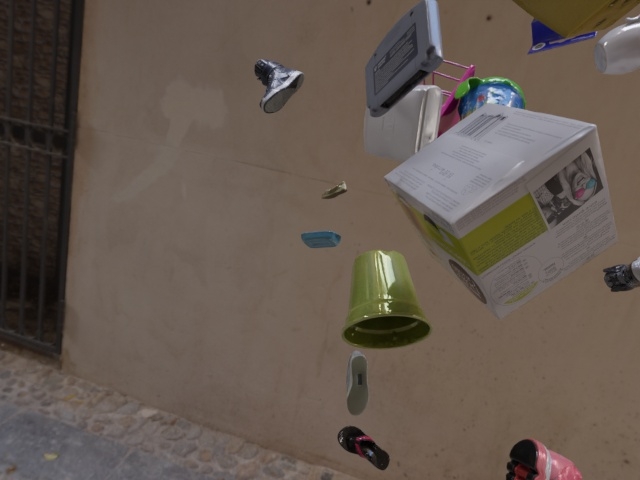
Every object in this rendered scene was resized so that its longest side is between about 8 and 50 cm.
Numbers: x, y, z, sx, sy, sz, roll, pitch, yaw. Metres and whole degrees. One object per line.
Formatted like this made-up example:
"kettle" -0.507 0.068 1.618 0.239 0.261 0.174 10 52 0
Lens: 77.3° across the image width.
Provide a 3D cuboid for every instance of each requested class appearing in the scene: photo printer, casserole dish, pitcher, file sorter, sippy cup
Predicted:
"photo printer" 0.270 -0.411 1.411 0.107 0.256 0.307 -8 23 -33
"casserole dish" 0.000 0.000 1.759 0.188 0.037 0.114 -3 -26 27
"pitcher" 0.854 -0.550 1.060 0.207 0.177 0.125 -17 27 18
"file sorter" 0.462 -0.548 1.617 0.182 0.290 0.202 30 -13 25
"sippy cup" 0.615 -0.435 1.469 0.306 0.240 0.224 19 56 6

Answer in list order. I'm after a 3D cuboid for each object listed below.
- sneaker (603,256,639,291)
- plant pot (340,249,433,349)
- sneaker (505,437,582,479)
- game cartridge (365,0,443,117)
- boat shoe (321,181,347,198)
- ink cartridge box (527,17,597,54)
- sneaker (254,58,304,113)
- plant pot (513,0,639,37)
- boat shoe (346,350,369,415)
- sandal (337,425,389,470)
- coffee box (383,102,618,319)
"sneaker" 0.998 0.117 1.291 0.269 0.101 0.153 5 -22 -41
"plant pot" 0.197 0.178 1.276 0.276 0.276 0.253 9 55 -14
"sneaker" 0.431 0.568 0.780 0.136 0.313 0.116 21 -12 -1
"game cartridge" 0.222 -0.500 1.109 0.062 0.198 0.297 10 -16 -24
"boat shoe" 0.065 -0.244 1.976 0.153 0.048 0.056 -20 -15 42
"ink cartridge box" 0.753 -0.700 1.192 0.176 0.371 0.069 5 -36 46
"sneaker" -0.183 -0.538 1.389 0.163 0.086 0.226 29 57 11
"plant pot" 0.443 -0.459 0.643 0.212 0.187 0.212 -23 -8 -26
"boat shoe" 0.133 0.512 1.452 0.079 0.227 0.081 3 4 -3
"sandal" 0.127 0.573 1.109 0.179 0.067 0.040 37 -28 -9
"coffee box" 0.429 -0.083 0.993 0.334 0.338 0.337 53 3 -31
